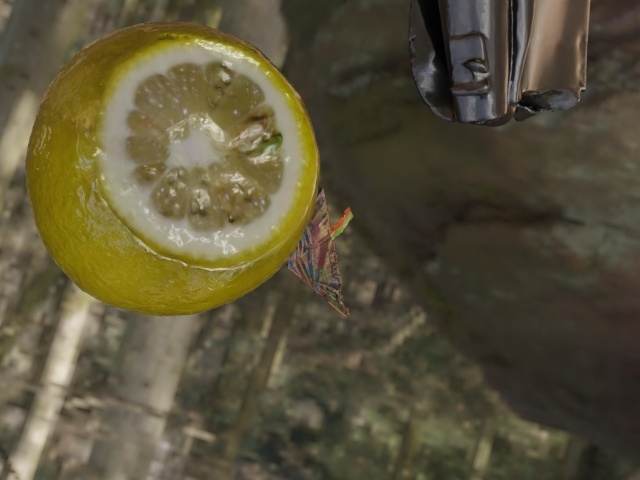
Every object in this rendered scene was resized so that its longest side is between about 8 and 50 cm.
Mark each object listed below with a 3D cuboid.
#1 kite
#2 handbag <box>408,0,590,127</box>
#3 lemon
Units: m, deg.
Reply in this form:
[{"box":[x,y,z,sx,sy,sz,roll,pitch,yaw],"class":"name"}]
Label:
[{"box":[0.000,0.000,1.805,0.010,0.190,0.159,-2,-164,30],"class":"kite"},{"box":[0.135,-0.212,1.245,0.114,0.257,0.285,-4,-174,19],"class":"handbag"},{"box":[-0.131,-0.053,1.387,0.240,0.240,0.219,22,162,-19],"class":"lemon"}]
